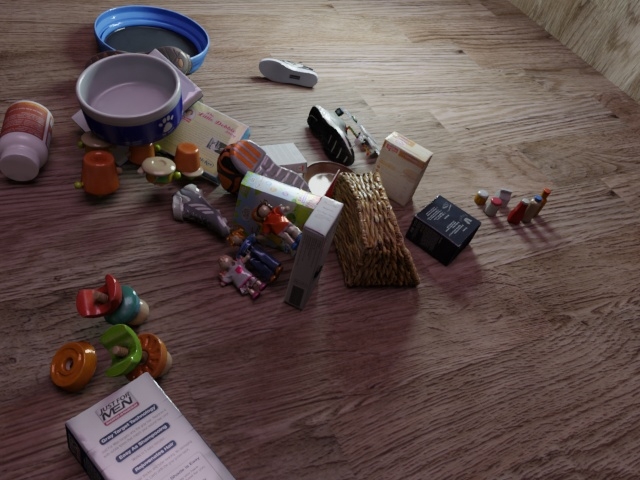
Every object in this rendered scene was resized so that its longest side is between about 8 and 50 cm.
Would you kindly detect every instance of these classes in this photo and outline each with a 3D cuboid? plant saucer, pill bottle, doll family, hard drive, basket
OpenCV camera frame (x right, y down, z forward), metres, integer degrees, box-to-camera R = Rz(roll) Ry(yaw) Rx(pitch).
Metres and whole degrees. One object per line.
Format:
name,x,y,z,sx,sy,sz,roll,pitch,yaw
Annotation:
plant saucer,0.037,-0.167,1.764,0.198,0.036,0.199,10,44,-10
pill bottle,-0.782,-0.262,1.514,0.121,0.121,0.216,1,47,-18
doll family,-0.149,0.013,1.432,0.163,0.263,0.118,41,14,10
hard drive,-0.528,-0.388,1.659,0.210,0.040,0.318,43,78,13
basket,0.165,-0.045,1.563,0.223,0.213,0.299,1,48,-17

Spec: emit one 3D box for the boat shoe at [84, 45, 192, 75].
boat shoe,-0.572,-0.536,1.827,0.355,0.132,0.130,1,9,12

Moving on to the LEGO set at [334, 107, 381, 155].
LEGO set,0.128,-0.336,1.889,0.244,0.060,0.182,32,26,-48

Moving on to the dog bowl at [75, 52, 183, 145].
dog bowl,-0.506,-0.380,1.538,0.264,0.104,0.265,3,54,-4

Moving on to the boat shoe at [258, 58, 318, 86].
boat shoe,-0.119,-0.637,2.137,0.228,0.080,0.076,7,39,-14

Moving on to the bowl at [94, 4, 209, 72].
bowl,-0.598,-0.708,2.041,0.391,0.077,0.391,10,45,-10

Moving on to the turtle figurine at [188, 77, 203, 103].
turtle figurine,-0.418,-0.419,1.803,0.234,0.118,0.175,37,47,10

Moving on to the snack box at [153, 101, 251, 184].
snack box,-0.390,-0.319,1.690,0.322,0.060,0.187,28,76,8

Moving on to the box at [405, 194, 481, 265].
box,0.365,-0.032,1.705,0.158,0.093,0.156,37,47,18

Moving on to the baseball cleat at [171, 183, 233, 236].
baseball cleat,-0.327,-0.065,1.530,0.109,0.072,0.206,-31,57,-23

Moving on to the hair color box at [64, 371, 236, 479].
hair color box,-0.286,0.427,1.029,0.347,0.105,0.174,43,49,21

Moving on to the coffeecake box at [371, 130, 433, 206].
coffeecake box,0.245,-0.221,1.780,0.142,0.185,0.068,33,46,13

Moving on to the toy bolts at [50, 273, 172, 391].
toy bolts,-0.431,0.209,1.208,0.218,0.158,0.229,-25,61,13

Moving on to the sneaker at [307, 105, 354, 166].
sneaker,0.056,-0.353,1.909,0.108,0.100,0.271,-2,49,-33

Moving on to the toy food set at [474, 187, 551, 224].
toy food set,0.637,-0.131,1.884,0.232,0.104,0.111,14,45,-5

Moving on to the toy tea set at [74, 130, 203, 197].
toy tea set,-0.488,-0.189,1.547,0.336,0.124,0.200,5,39,-12

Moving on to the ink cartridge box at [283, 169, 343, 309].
ink cartridge box,0.000,0.000,1.418,0.060,0.275,0.239,24,45,7

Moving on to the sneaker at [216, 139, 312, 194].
sneaker,-0.158,-0.151,1.623,0.321,0.180,0.125,46,63,-20

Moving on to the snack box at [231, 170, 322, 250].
snack box,-0.120,-0.067,1.514,0.207,0.174,0.070,19,41,1

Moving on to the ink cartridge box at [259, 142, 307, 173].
ink cartridge box,-0.146,-0.244,1.755,0.179,0.045,0.145,-11,36,-16
